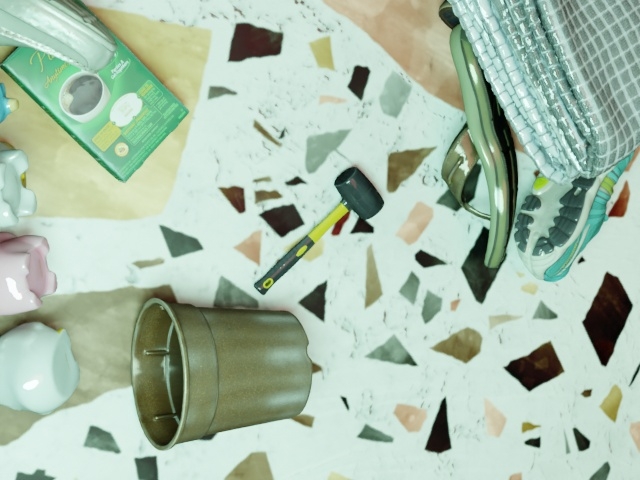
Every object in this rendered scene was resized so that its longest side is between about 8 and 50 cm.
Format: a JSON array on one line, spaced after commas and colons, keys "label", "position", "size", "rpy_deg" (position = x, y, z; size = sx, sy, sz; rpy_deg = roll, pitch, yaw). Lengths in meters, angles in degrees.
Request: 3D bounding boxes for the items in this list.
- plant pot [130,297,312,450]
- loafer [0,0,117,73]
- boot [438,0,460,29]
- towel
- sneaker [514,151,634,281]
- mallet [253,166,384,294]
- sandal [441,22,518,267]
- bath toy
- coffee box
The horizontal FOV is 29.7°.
[{"label": "plant pot", "position": [-0.108, 0.143, 1.354], "size": [0.165, 0.167, 0.167], "rpy_deg": [-2, 97, -28]}, {"label": "loafer", "position": [-0.364, -0.239, 1.224], "size": [0.319, 0.112, 0.112], "rpy_deg": [25, 99, -5]}, {"label": "boot", "position": [0.242, -0.296, 1.489], "size": [0.219, 0.082, 0.106], "rpy_deg": [11, 77, -27]}, {"label": "towel", "position": [0.307, -0.237, 1.399], "size": [0.235, 0.121, 0.284], "rpy_deg": [-35, 102, -33]}, {"label": "sneaker", "position": [0.333, -0.071, 1.541], "size": [0.275, 0.107, 0.110], "rpy_deg": [-56, 144, -14]}, {"label": "mallet", "position": [0.000, 0.000, 1.443], "size": [0.062, 0.039, 0.190], "rpy_deg": [41, 86, -22]}, {"label": "sandal", "position": [0.186, -0.114, 1.473], "size": [0.086, 0.120, 0.303], "rpy_deg": [-8, 105, 18]}, {"label": "bath toy", "position": [-0.346, 0.017, 1.259], "size": [0.129, 0.151, 0.348], "rpy_deg": [-7, 103, 10]}, {"label": "coffee box", "position": [-0.246, -0.166, 1.323], "size": [0.184, 0.040, 0.113], "rpy_deg": [44, 79, -20]}]
